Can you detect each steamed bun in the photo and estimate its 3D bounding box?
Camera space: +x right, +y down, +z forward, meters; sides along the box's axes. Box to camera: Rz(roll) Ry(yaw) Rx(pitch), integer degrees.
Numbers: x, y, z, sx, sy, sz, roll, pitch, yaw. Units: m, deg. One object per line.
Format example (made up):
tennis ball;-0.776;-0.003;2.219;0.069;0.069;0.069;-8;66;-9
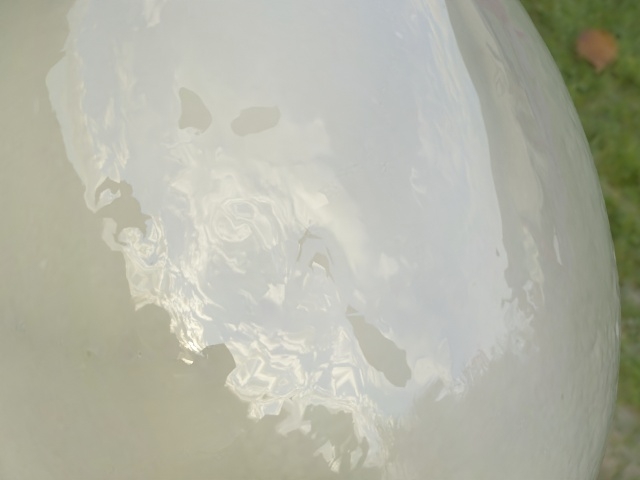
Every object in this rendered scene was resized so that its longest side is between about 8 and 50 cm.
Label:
steamed bun;0.000;0.000;0.664;0.324;0.206;0.324;51;29;-43
